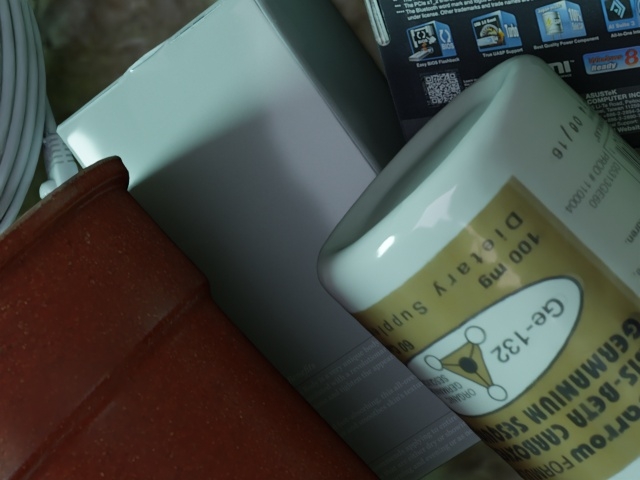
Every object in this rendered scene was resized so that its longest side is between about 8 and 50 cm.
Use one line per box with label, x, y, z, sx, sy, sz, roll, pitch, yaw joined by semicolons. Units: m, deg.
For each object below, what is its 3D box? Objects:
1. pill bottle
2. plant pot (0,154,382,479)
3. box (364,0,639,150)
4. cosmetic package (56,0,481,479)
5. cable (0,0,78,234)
pill bottle;0.121;0.044;0.804;0.229;0.131;0.131;43;109;-7
plant pot;-0.077;0.151;0.813;0.265;0.272;0.272;41;109;1
box;0.192;-0.200;0.775;0.395;0.097;0.318;-8;123;18
cosmetic package;0.000;0.000;0.921;0.127;0.107;0.238;-33;89;21
cable;-0.256;-0.079;0.956;0.257;0.089;0.257;-16;84;25
